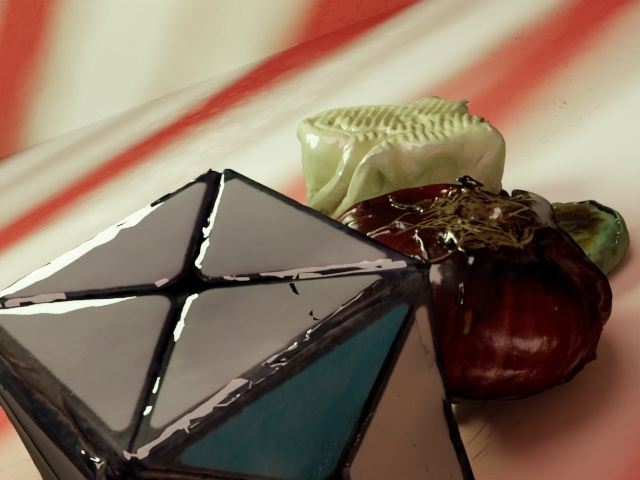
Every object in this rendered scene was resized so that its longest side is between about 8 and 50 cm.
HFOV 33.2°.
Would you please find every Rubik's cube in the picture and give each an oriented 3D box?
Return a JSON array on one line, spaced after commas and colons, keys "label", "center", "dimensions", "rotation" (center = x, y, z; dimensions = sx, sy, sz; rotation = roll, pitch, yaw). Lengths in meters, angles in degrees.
[{"label": "Rubik's cube", "center": [-0.082, 0.160, 0.941], "dimensions": [0.305, 0.306, 0.310], "rotation": [-33, 37, -27]}]

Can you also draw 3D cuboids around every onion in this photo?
[{"label": "onion", "center": [0.142, 0.059, 1.108], "dimensions": [0.314, 0.232, 0.314], "rotation": [9, 25, -4]}]

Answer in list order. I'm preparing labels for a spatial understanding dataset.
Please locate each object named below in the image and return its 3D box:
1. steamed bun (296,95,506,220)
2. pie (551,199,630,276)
[{"label": "steamed bun", "center": [0.108, -0.072, 1.469], "dimensions": [0.280, 0.207, 0.268], "rotation": [-11, 21, -22]}, {"label": "pie", "center": [0.260, 0.017, 1.318], "dimensions": [0.241, 0.054, 0.240], "rotation": [-18, 23, 8]}]
